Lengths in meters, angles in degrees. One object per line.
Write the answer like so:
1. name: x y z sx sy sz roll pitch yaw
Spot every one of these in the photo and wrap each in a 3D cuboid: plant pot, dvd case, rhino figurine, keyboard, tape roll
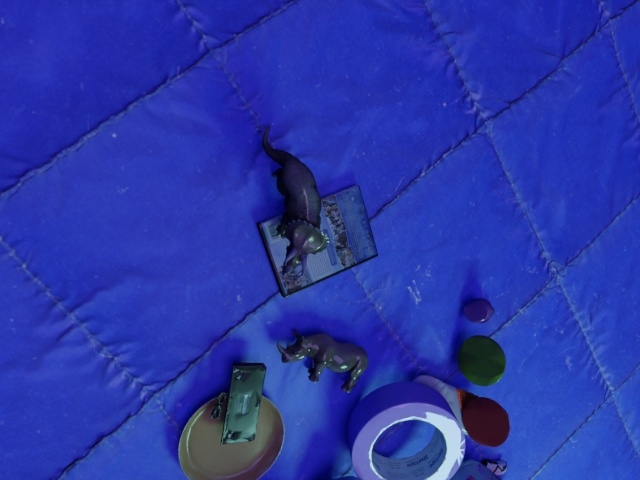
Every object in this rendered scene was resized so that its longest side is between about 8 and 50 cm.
1. plant pot: -0.197 0.442 1.086 0.236 0.032 0.236 -4 101 -21
2. dvd case: 0.000 0.000 1.098 0.253 0.022 0.180 -23 108 -18
3. rhino figurine: 0.006 0.268 1.119 0.243 0.073 0.106 24 93 -23
4. keyboard: -0.181 0.351 1.048 0.108 0.023 0.180 7 96 -30
5. tape roll: 0.205 0.487 1.186 0.274 0.090 0.275 -1 108 -4

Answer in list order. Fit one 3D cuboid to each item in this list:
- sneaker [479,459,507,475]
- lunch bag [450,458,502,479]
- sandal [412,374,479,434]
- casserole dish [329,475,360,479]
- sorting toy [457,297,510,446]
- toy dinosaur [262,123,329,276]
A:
1. sneaker: 0.495 0.654 1.407 0.109 0.040 0.044 -8 100 -22
2. lunch bag: 0.421 0.747 1.343 0.279 0.108 0.224 42 99 -20
3. sandal: 0.334 0.428 1.286 0.265 0.076 0.102 34 66 -14
4. casserole dish: 0.046 0.616 1.171 0.188 0.037 0.114 -28 112 26
5. sorting toy: 0.445 0.335 1.273 0.126 0.127 0.366 10 74 -47
6. toy dinosaur: -0.042 -0.087 0.973 0.121 0.160 0.314 -4 87 -18
